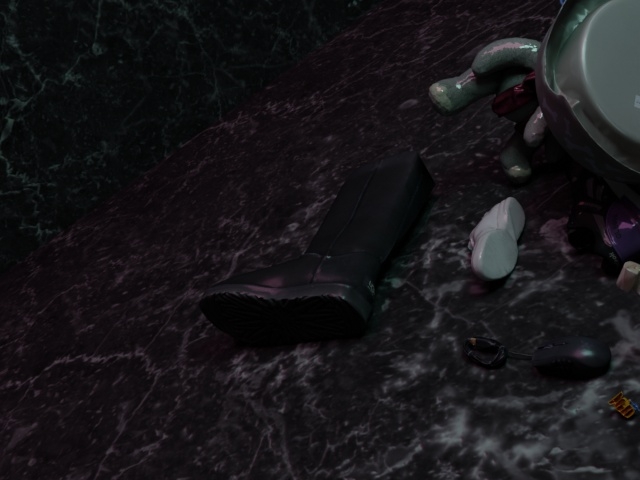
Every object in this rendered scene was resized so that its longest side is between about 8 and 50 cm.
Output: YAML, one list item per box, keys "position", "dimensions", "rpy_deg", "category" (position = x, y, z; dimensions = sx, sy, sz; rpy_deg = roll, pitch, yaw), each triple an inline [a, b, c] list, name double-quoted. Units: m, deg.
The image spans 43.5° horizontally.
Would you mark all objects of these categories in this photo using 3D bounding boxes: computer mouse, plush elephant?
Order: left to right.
- position: [0.305, 0.157, 1.166]
  dimensions: [0.242, 0.041, 0.071]
  rpy_deg: [-2, 39, 45]
  category: "computer mouse"
- position: [0.413, -0.252, 1.428]
  dimensions: [0.330, 0.272, 0.255]
  rpy_deg: [-40, 20, 8]
  category: "plush elephant"

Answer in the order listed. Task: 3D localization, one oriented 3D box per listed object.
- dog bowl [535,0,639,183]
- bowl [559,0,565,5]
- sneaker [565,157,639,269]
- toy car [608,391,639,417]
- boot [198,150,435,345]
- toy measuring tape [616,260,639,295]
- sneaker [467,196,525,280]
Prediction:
- position: [0.488, -0.245, 1.227]
  dimensions: [0.348, 0.349, 0.102]
  rpy_deg: [-41, 0, -18]
  category: "dog bowl"
- position: [0.674, -0.550, 1.596]
  dimensions: [0.391, 0.077, 0.391]
  rpy_deg: [-33, 21, 14]
  category: "bowl"
- position: [0.444, -0.053, 1.317]
  dimensions: [0.124, 0.107, 0.283]
  rpy_deg: [-34, 26, 8]
  category: "sneaker"
- position: [0.428, 0.182, 1.022]
  dimensions: [0.122, 0.060, 0.040]
  rpy_deg: [-44, 70, 10]
  category: "toy car"
- position: [0.002, 0.000, 1.619]
  dimensions: [0.367, 0.146, 0.445]
  rpy_deg: [-2, 42, 29]
  category: "boot"
- position: [0.417, 0.150, 0.921]
  dimensions: [0.121, 0.121, 0.330]
  rpy_deg: [-31, 46, 1]
  category: "toy measuring tape"
- position: [0.293, 0.009, 1.410]
  dimensions: [0.094, 0.080, 0.212]
  rpy_deg: [-24, 18, 39]
  category: "sneaker"
